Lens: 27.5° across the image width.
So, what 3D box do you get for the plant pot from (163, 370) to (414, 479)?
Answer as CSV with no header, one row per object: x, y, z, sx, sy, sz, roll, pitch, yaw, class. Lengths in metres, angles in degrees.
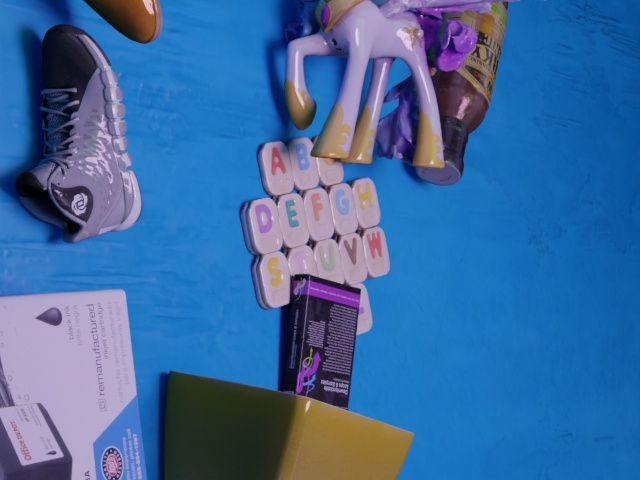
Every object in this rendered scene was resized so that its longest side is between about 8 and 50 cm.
-0.053,0.272,1.470,0.212,0.212,0.187,26,74,-48,plant pot

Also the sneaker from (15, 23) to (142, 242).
-0.267,-0.104,1.356,0.132,0.086,0.228,-29,107,-49,sneaker

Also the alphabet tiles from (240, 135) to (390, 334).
0.000,0.000,1.737,0.284,0.021,0.277,-14,94,-53,alphabet tiles

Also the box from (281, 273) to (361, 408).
0.001,0.132,1.685,0.116,0.029,0.162,19,74,-51,box

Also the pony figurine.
0.098,-0.282,1.751,0.351,0.303,0.363,2,91,-41,pony figurine

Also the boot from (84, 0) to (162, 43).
-0.311,-0.285,1.313,0.295,0.104,0.211,55,49,-9,boot

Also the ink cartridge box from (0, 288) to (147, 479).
-0.317,0.165,1.192,0.307,0.129,0.223,-2,84,-53,ink cartridge box

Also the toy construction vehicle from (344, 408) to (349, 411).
0.025,0.278,1.693,0.098,0.035,0.086,70,22,-6,toy construction vehicle

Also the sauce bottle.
0.210,-0.242,1.993,0.111,0.111,0.344,40,53,-41,sauce bottle
